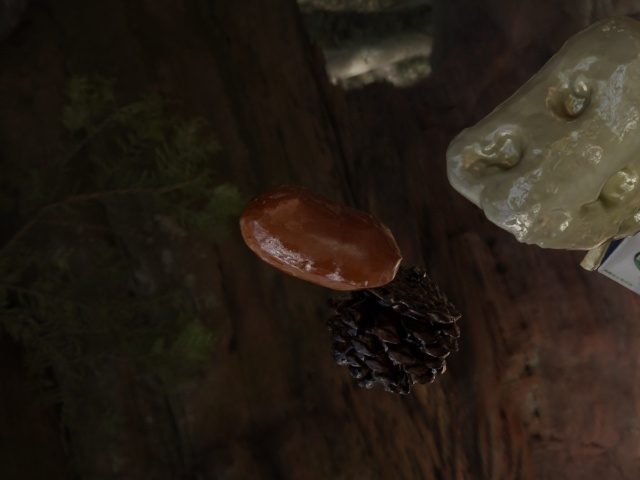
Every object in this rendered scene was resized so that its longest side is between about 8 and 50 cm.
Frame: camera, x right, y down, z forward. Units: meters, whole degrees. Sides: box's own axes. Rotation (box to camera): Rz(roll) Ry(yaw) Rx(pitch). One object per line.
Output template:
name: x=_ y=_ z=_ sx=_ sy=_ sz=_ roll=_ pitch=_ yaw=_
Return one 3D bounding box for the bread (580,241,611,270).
bread: x=0.440 y=0.013 z=1.531 sx=0.035 sy=0.070 sz=0.083 roll=32 pitch=-157 yaw=15

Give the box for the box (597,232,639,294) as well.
box: x=0.471 y=0.033 z=1.218 sx=0.194 sy=0.073 sz=0.139 roll=30 pitch=154 yaw=9

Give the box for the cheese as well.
cheese: x=0.303 y=-0.104 z=1.062 sx=0.248 sy=0.251 sz=0.173 roll=19 pitch=-155 yaw=-50

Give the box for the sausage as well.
sausage: x=-0.001 y=0.002 z=1.469 sx=0.133 sy=0.258 sz=0.133 roll=-53 pitch=26 yaw=39

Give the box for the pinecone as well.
pinecone: x=0.135 y=0.171 z=1.948 sx=0.298 sy=0.242 sz=0.296 roll=42 pitch=144 yaw=39
